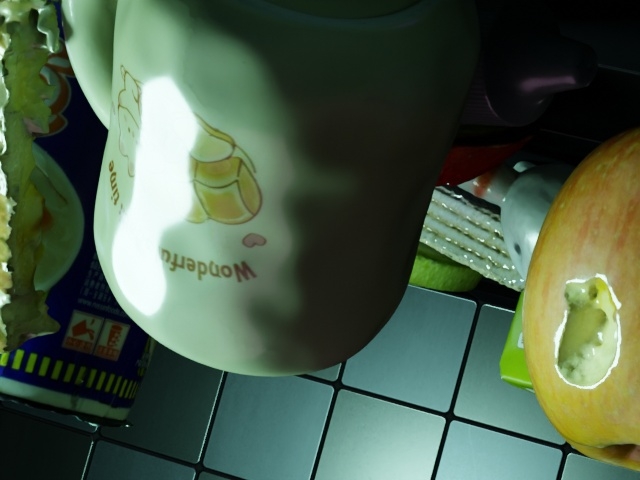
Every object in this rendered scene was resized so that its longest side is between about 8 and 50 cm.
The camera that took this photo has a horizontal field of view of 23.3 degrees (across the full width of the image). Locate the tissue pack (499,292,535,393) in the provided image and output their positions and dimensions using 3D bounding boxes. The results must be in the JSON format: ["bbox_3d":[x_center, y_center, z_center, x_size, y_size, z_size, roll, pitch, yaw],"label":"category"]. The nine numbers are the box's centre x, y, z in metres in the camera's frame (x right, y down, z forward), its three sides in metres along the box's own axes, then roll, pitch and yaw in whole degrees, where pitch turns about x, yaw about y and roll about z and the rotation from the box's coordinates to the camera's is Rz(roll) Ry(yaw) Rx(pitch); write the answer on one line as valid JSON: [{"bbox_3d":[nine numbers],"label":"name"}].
[{"bbox_3d":[0.329,0.079,1.466,0.167,0.200,0.274,20,174,-29],"label":"tissue pack"}]

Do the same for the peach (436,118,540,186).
[{"bbox_3d":[0.031,-0.062,1.061,0.279,0.068,0.189,-7,-166,-30],"label":"peach"}]

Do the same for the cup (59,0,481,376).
[{"bbox_3d":[-0.031,-0.086,0.802,0.173,0.202,0.255,-2,-138,-19],"label":"cup"}]

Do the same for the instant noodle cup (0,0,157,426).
[{"bbox_3d":[-0.197,-0.035,1.161,0.284,0.312,0.284,15,175,1],"label":"instant noodle cup"}]

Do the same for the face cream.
[{"bbox_3d":[0.027,-0.110,0.899,0.311,0.092,0.092,10,173,45],"label":"face cream"}]

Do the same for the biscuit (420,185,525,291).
[{"bbox_3d":[0.146,-0.013,1.484,0.108,0.062,0.239,9,-164,-47],"label":"biscuit"}]

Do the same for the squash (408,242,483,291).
[{"bbox_3d":[0.076,-0.022,1.607,0.219,0.041,0.219,23,-158,-10],"label":"squash"}]

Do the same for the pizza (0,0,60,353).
[{"bbox_3d":[-0.229,-0.063,0.951,0.280,0.075,0.287,41,127,-14],"label":"pizza"}]

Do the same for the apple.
[{"bbox_3d":[0.256,0.046,1.072,0.242,0.241,0.242,17,177,1],"label":"apple"}]

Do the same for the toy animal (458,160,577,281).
[{"bbox_3d":[0.217,0.002,1.305,0.282,0.138,0.140,14,-179,28],"label":"toy animal"}]
